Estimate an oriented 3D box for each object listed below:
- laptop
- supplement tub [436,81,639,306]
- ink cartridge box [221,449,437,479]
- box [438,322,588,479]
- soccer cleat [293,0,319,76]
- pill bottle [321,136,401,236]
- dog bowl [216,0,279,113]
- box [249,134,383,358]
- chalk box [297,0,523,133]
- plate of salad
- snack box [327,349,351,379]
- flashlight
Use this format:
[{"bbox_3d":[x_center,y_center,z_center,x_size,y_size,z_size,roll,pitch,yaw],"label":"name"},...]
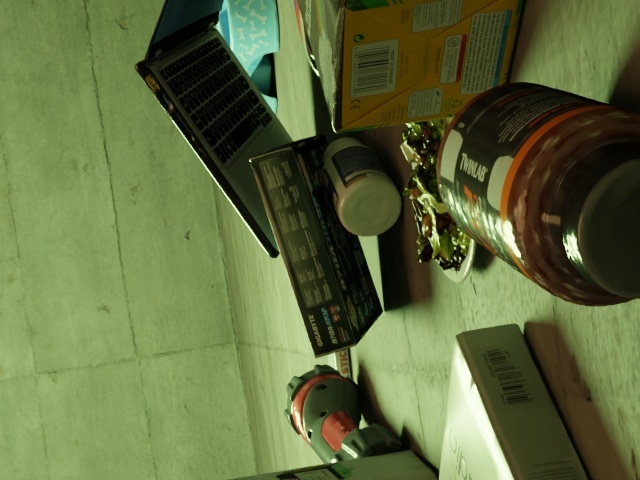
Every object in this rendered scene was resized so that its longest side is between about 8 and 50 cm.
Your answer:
[{"bbox_3d":[-0.053,-0.248,1.614,0.408,0.236,0.382,55,-165,-8],"label":"laptop"},{"bbox_3d":[0.136,-0.026,0.736,0.198,0.106,0.106,-132,35,-74],"label":"supplement tub"},{"bbox_3d":[-0.010,0.349,1.436,0.117,0.278,0.201,-151,53,-82],"label":"ink cartridge box"},{"bbox_3d":[0.150,0.258,1.059,0.232,0.058,0.322,-109,13,-46],"label":"box"},{"bbox_3d":[0.008,-0.307,1.286,0.116,0.109,0.318,-111,12,-68],"label":"soccer cleat"},{"bbox_3d":[0.039,-0.060,1.415,0.120,0.067,0.067,-113,17,-57],"label":"pill bottle"},{"bbox_3d":[-0.117,-0.314,2.117,0.297,0.074,0.166,96,163,-56],"label":"dog bowl"},{"bbox_3d":[0.000,0.000,1.464,0.175,0.051,0.220,-39,-69,-75],"label":"box"},{"bbox_3d":[0.053,-0.206,1.008,0.132,0.132,0.213,92,167,-53],"label":"chalk box"},{"bbox_3d":[0.093,-0.061,1.148,0.200,0.048,0.200,172,90,-80],"label":"plate of salad"},{"bbox_3d":[0.028,0.202,1.857,0.064,0.022,0.178,-141,43,-75],"label":"snack box"},{"bbox_3d":[0.034,0.232,1.649,0.103,0.103,0.304,68,169,-12],"label":"flashlight"}]
